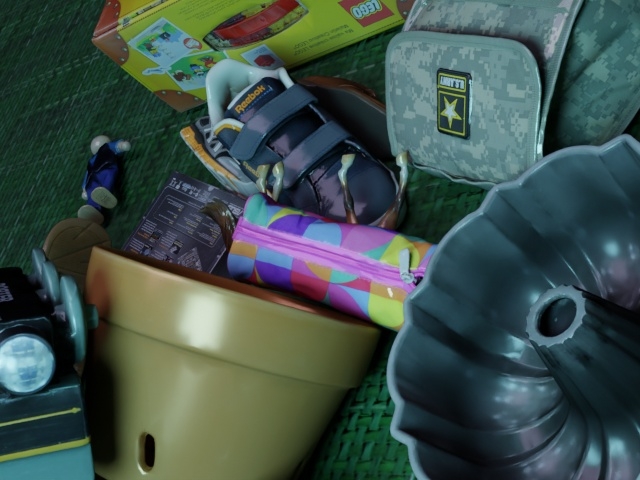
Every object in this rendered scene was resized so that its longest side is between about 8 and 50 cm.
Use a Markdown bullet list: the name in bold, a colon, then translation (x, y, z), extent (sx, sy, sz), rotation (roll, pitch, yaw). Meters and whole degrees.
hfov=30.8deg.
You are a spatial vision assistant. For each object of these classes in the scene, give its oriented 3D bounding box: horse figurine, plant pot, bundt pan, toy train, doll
- **horse figurine**: translation (0.000, 0.000, 1.222), extent (0.263, 0.066, 0.174), rotation (-3, 92, 27)
- **plant pot**: translation (-0.109, 0.140, 1.132), extent (0.291, 0.291, 0.203), rotation (16, 88, 54)
- **bundt pan**: translation (0.216, 0.087, 0.915), extent (0.331, 0.124, 0.330), rotation (-29, 41, 29)
- **toy train**: translation (-0.285, 0.118, 1.069), extent (0.334, 0.142, 0.190), rotation (-160, 64, -68)
- **doll**: translation (-0.333, -0.105, 1.786), extent (0.129, 0.046, 0.189), rotation (-48, 27, 23)

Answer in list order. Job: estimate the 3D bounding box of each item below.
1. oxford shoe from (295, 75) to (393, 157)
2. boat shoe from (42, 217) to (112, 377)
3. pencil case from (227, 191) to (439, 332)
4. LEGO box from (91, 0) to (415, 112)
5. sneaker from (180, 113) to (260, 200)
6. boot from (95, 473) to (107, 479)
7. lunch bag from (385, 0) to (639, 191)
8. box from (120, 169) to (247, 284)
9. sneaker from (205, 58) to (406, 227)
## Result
- **oxford shoe**: translation (0.044, -0.159, 1.386), extent (0.076, 0.076, 0.212), rotation (-23, 36, -29)
- **boat shoe**: translation (-0.377, 0.139, 1.585), extent (0.123, 0.123, 0.341), rotation (132, 155, -66)
- **pencil case**: translation (0.025, 0.023, 1.120), extent (0.236, 0.104, 0.104), rotation (14, 69, 26)
- **LEGO box**: translation (-0.046, -0.435, 1.617), extent (0.500, 0.193, 0.372), rotation (-14, 50, 42)
- **sneaker**: translation (-0.117, -0.119, 1.523), extent (0.083, 0.084, 0.215), rotation (-39, 38, -2)
- **boot**: translation (-0.233, 0.300, 1.147), extent (0.104, 0.211, 0.295), rotation (-29, 19, 0)
- **lunch bag**: translation (0.196, -0.181, 1.142), extent (0.235, 0.169, 0.287), rotation (21, 83, 54)
- **box**: translation (-0.167, 0.018, 1.477), extent (0.231, 0.056, 0.183), rotation (22, 78, 55)
- **sneaker**: translation (-0.035, -0.106, 1.326), extent (0.126, 0.127, 0.321), rotation (-42, 46, -12)
